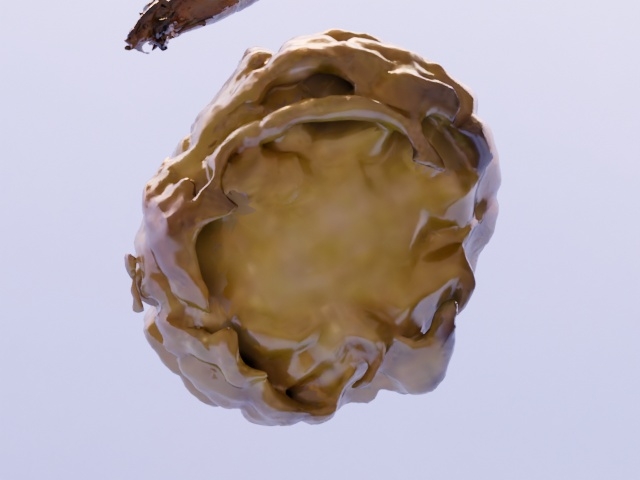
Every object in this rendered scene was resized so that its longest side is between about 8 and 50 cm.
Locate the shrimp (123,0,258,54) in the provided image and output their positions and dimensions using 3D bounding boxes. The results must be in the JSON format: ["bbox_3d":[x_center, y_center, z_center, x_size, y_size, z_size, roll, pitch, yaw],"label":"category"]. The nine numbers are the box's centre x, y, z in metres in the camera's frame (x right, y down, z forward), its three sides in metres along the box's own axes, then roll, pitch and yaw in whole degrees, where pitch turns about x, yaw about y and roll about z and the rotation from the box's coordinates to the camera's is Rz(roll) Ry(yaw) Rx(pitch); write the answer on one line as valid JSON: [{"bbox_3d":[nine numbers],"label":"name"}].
[{"bbox_3d":[-0.108,-0.186,1.253,0.124,0.034,0.178,29,-137,22],"label":"shrimp"}]

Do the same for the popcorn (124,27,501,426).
[{"bbox_3d":[0.000,0.000,1.097,0.250,0.250,0.190,0,-156,-29],"label":"popcorn"}]
